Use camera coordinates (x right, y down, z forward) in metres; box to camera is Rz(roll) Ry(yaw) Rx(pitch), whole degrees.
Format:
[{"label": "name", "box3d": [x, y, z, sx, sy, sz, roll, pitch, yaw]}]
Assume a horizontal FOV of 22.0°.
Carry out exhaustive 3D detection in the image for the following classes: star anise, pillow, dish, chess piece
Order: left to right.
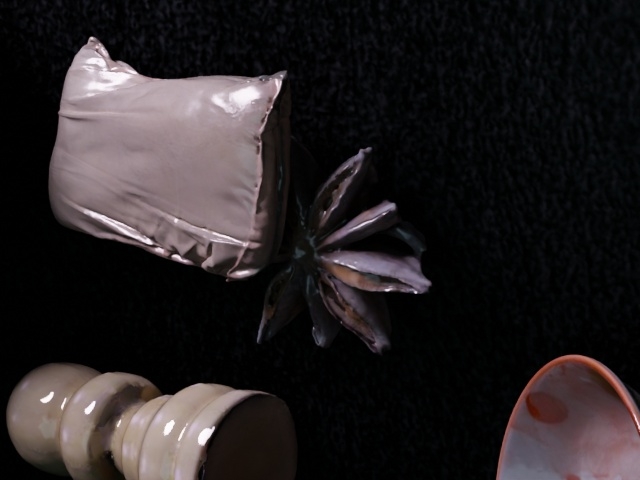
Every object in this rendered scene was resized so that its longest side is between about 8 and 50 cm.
[{"label": "chess piece", "box3d": [-0.158, 0.167, 1.409, 0.261, 0.142, 0.143, 13, 114, 34]}, {"label": "pillow", "box3d": [-0.124, -0.067, 1.311, 0.270, 0.067, 0.173, 17, 111, 42]}, {"label": "star anise", "box3d": [0.000, 0.000, 1.286, 0.182, 0.065, 0.195, -16, 98, 39]}, {"label": "dish", "box3d": [0.214, 0.214, 1.180, 0.260, 0.085, 0.260, -177, 90, -72]}]
